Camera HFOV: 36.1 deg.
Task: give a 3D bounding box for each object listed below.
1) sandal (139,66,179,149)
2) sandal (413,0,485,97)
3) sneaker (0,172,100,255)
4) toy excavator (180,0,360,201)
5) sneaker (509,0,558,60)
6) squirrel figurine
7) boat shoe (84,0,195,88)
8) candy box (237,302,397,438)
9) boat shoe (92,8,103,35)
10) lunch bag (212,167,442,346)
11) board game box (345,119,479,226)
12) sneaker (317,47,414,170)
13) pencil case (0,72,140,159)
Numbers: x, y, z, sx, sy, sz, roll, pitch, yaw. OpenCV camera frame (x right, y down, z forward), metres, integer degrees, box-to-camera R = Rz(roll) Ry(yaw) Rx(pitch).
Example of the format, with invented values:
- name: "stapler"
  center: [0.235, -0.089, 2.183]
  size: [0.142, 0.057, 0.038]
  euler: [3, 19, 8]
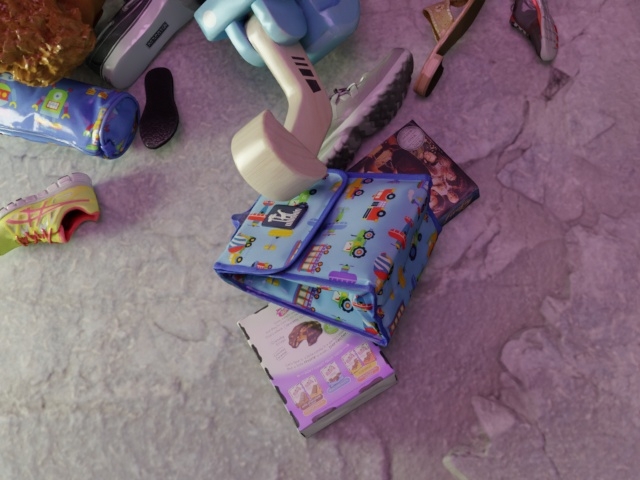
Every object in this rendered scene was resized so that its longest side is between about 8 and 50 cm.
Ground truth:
- name: "sandal"
  center: [-0.274, -0.224, 1.693]
  size: [0.067, 0.040, 0.179]
  euler: [-6, 54, 2]
- name: "sandal"
  center: [0.198, -0.357, 1.631]
  size: [0.079, 0.088, 0.240]
  euler: [29, 81, 12]
- name: "sneaker"
  center: [-0.458, -0.026, 1.622]
  size: [0.208, 0.081, 0.094]
  euler: [-32, 70, -4]
- name: "toy excavator"
  center: [-0.051, -0.316, 1.544]
  size: [0.222, 0.433, 0.445]
  euler: [-34, 88, 39]
- name: "sneaker"
  center: [0.350, -0.361, 1.634]
  size: [0.065, 0.061, 0.158]
  euler: [-21, 63, 31]
- name: "squirrel figurine"
  center: [-0.538, -0.434, 1.560]
  size: [0.281, 0.370, 0.397]
  euler: [-34, 43, 35]
- name: "boat shoe"
  center: [-0.301, -0.407, 1.733]
  size: [0.102, 0.108, 0.301]
  euler: [37, 86, 19]
- name: "candy box"
  center: [-0.005, 0.167, 1.475]
  size: [0.165, 0.070, 0.196]
  euler: [-31, 68, -3]
- name: "boat shoe"
  center: [-0.428, -0.365, 1.763]
  size: [0.043, 0.049, 0.137]
  euler: [29, 79, 15]
- name: "lunch bag"
  center: [0.000, 0.000, 1.456]
  size: [0.293, 0.138, 0.221]
  euler: [12, 55, 25]
- name: "board game box"
  center: [0.107, -0.058, 1.557]
  size: [0.243, 0.042, 0.165]
  euler: [-39, 68, -6]
- name: "sneaker"
  center: [0.041, -0.218, 1.595]
  size: [0.115, 0.105, 0.281]
  euler: [39, 80, 20]
- name: "pencil case"
  center: [-0.466, -0.220, 1.675]
  size: [0.306, 0.119, 0.133]
  euler: [14, 70, 14]
